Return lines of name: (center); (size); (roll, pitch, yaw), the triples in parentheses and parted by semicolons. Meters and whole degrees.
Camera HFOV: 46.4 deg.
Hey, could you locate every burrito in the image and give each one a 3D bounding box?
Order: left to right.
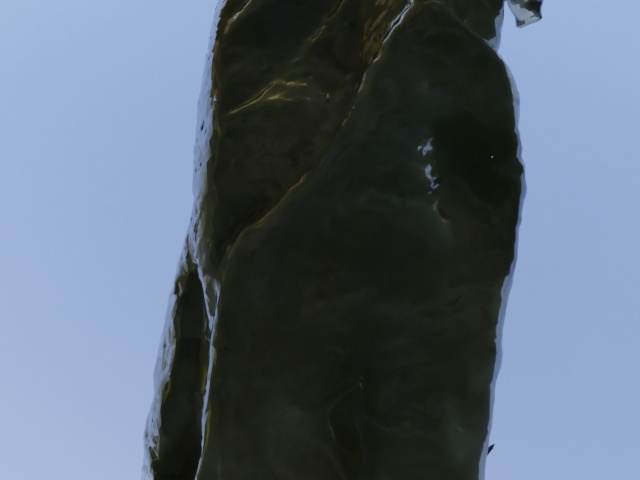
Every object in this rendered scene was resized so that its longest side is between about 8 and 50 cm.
burrito: (-0.003, 0.000, 0.385); (0.190, 0.135, 0.331); (7, -89, 56)
